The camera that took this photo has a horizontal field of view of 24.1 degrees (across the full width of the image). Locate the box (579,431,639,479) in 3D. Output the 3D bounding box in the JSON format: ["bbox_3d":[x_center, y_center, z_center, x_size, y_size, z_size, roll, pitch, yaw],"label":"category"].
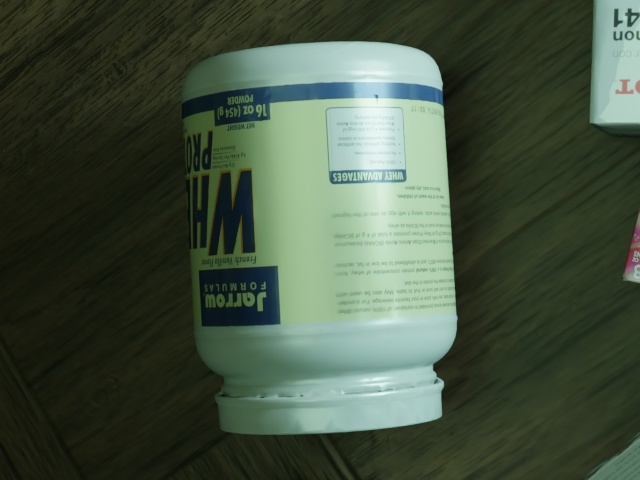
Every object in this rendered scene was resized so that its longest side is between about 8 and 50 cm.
[{"bbox_3d":[0.298,0.179,1.256,0.067,0.063,0.324,48,128,10],"label":"box"}]

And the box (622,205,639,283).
[{"bbox_3d":[0.397,0.002,1.254,0.257,0.123,0.128,14,94,19],"label":"box"}]

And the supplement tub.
[{"bbox_3d":[0.000,0.000,1.330,0.235,0.235,0.324,-4,88,19],"label":"supplement tub"}]

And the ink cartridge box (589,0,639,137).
[{"bbox_3d":[0.349,-0.242,1.269,0.226,0.131,0.306,2,89,19],"label":"ink cartridge box"}]
